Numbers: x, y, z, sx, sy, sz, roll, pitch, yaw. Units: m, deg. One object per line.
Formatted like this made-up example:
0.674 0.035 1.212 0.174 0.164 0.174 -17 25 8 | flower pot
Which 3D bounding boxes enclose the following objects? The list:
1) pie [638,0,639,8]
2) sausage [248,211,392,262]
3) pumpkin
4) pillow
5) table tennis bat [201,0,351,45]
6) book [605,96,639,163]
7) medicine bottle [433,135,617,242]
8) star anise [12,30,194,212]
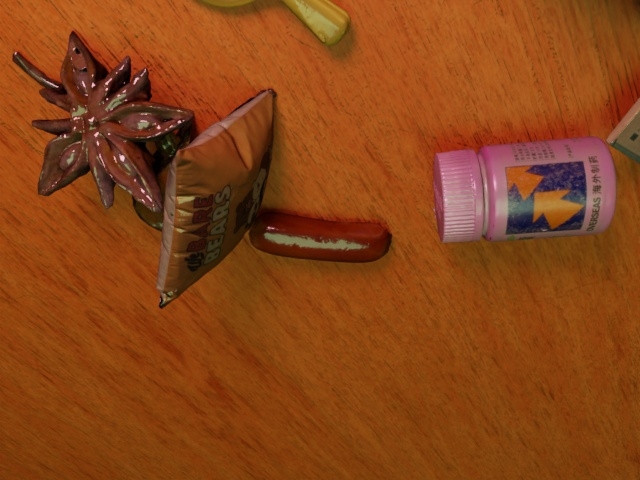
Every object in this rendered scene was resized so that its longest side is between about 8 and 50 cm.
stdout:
0.570 -0.428 0.810 0.302 0.067 0.302 -15 135 -15 | pie
0.000 0.000 1.212 0.300 0.083 0.089 6 117 -4 | sausage
-0.291 -0.121 1.099 0.126 0.131 0.248 7 127 -3 | pumpkin
-0.178 -0.079 1.021 0.119 0.312 0.310 27 129 9 | pillow
-0.104 -0.427 0.888 0.368 0.054 0.224 37 123 -20 | table tennis bat
0.652 -0.200 1.011 0.282 0.025 0.215 19 118 -25 | book
0.357 -0.088 1.063 0.290 0.178 0.178 -4 129 5 | medicine bottle
-0.374 -0.201 0.998 0.349 0.109 0.292 6 88 11 | star anise
